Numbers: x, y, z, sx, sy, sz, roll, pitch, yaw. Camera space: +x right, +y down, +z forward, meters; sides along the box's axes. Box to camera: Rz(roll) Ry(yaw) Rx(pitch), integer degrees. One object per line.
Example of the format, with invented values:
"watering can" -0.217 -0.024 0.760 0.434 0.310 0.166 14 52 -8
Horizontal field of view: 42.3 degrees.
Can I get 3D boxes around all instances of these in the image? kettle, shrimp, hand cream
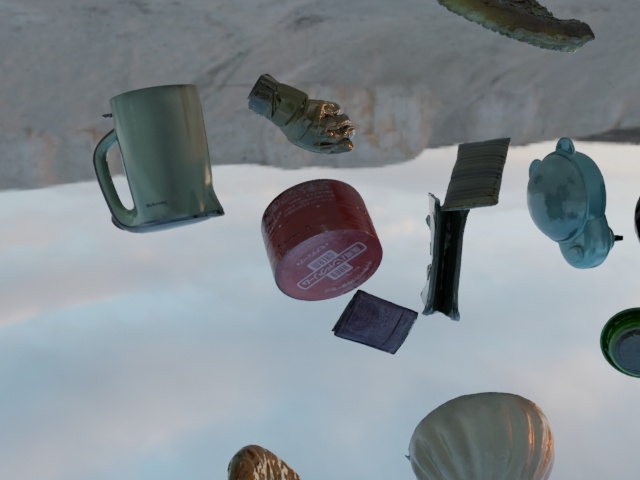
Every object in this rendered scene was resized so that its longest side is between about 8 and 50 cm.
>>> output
"kettle" -0.310 -0.144 1.542 0.240 0.255 0.165 -10 -175 15
"shrimp" -0.039 0.573 1.581 0.085 0.445 0.272 -28 -147 15
"hand cream" 0.000 0.000 1.391 0.193 0.193 0.125 -6 -128 -15

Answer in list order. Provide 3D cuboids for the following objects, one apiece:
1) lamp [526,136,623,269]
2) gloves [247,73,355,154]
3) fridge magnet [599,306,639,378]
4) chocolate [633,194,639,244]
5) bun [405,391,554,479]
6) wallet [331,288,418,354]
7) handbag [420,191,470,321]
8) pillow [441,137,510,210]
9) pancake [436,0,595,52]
"lamp" 0.558 -0.073 1.852 0.147 0.284 0.209 -27 171 -21
"gloves" -0.045 -0.336 2.284 0.331 0.154 0.141 29 -163 -13
"fridge magnet" 0.838 0.272 2.165 0.208 0.208 0.088 5 -157 21
"chocolate" 0.854 -0.024 1.759 0.331 0.383 0.384 34 172 -35
"bun" 0.289 0.406 1.430 0.263 0.263 0.175 -3 -142 -5
"wallet" 0.115 0.170 1.703 0.166 0.111 0.030 21 -161 -31
"handbag" 0.262 0.029 1.786 0.079 0.247 0.260 5 -171 3
"pillow" 0.304 -0.128 1.602 0.113 0.038 0.203 -6 -139 29
"pancake" 0.292 -0.424 1.400 0.376 0.054 0.197 31 -137 8
